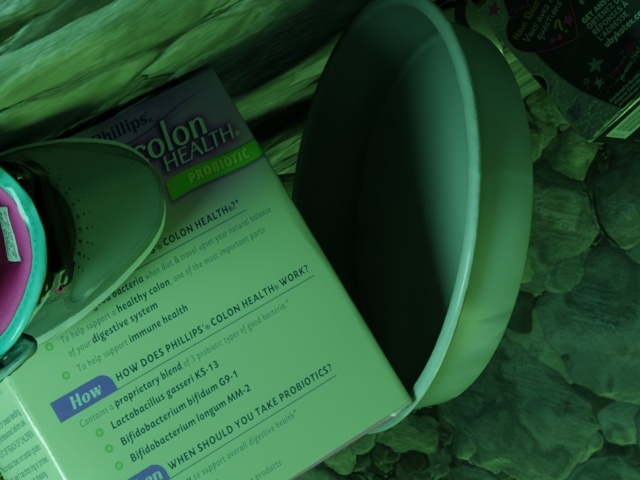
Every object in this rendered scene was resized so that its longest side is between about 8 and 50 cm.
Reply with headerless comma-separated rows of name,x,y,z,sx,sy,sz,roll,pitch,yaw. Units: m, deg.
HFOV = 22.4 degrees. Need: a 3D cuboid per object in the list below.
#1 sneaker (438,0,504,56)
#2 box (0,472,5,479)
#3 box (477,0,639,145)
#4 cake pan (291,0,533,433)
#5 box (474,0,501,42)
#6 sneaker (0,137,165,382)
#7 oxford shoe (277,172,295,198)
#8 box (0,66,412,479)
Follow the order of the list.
sneaker,0.052,-0.107,1.359,0.153,0.094,0.235,-29,177,-17
box,-0.426,0.254,1.329,0.395,0.097,0.318,-29,145,-26
box,0.255,-0.174,1.262,0.163,0.142,0.247,-44,163,21
cake pan,0.056,-0.017,1.073,0.054,0.293,0.293,5,162,-22
box,0.204,-0.225,1.388,0.225,0.036,0.136,-33,178,-17
sneaker,-0.163,0.002,0.781,0.295,0.123,0.178,-27,-175,-39
oxford shoe,0.000,0.000,1.421,0.449,0.130,0.169,-6,-174,-45
box,-0.107,0.056,0.980,0.213,0.243,0.117,-30,178,-28
